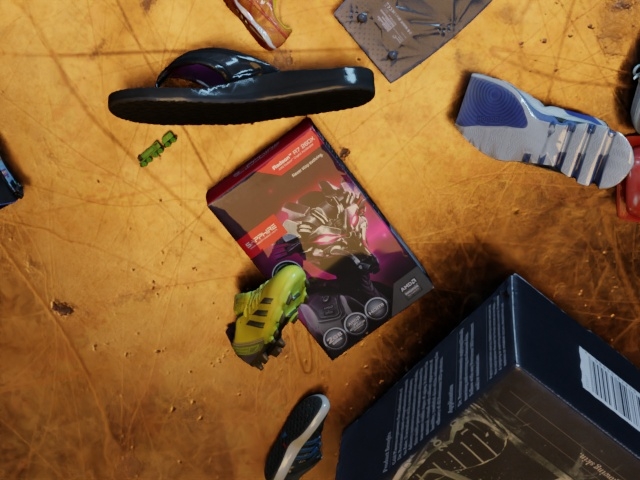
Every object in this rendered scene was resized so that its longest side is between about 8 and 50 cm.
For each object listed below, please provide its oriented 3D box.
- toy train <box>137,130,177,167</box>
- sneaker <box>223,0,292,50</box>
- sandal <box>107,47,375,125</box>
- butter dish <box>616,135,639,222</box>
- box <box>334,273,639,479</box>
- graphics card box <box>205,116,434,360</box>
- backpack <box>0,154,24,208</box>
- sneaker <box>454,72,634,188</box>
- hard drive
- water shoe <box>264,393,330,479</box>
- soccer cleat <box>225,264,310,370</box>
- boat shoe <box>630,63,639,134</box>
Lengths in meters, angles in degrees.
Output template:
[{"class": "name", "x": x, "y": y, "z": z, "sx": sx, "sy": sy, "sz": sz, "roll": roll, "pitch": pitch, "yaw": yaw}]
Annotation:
[{"class": "toy train", "x": -0.285, "y": -0.159, "z": 1.956, "sx": 0.083, "sy": 0.017, "sz": 0.024, "roll": -38, "pitch": 94, "yaw": 6}, {"class": "sneaker", "x": -0.116, "y": -0.401, "z": 1.889, "sx": 0.067, "sy": 0.064, "sz": 0.175, "roll": -44, "pitch": 109, "yaw": -13}, {"class": "sandal", "x": -0.133, "y": -0.263, "z": 1.886, "sx": 0.445, "sy": 0.167, "sz": 0.107, "roll": -6, "pitch": 80, "yaw": -10}, {"class": "butter dish", "x": 0.590, "y": -0.095, "z": 1.960, "sx": 0.160, "sy": 0.118, "sz": 0.160, "roll": 5, "pitch": 107, "yaw": 23}, {"class": "box", "x": 0.350, "y": 0.406, "z": 1.951, "sx": 0.480, "sy": 0.297, "sz": 0.472, "roll": 37, "pitch": 118, "yaw": -12}, {"class": "graphics card box", "x": 0.000, "y": 0.000, "z": 1.978, "sx": 0.233, "sy": 0.094, "sz": 0.371, "roll": -36, "pitch": 105, "yaw": 6}, {"class": "backpack", "x": -0.603, "y": -0.120, "z": 1.879, "sx": 0.117, "sy": 0.158, "sz": 0.173, "roll": -24, "pitch": 92, "yaw": 21}, {"class": "sneaker", "x": 0.396, "y": -0.175, "z": 1.944, "sx": 0.315, "sy": 0.182, "sz": 0.127, "roll": 26, "pitch": 102, "yaw": 20}, {"class": "hard drive", "x": 0.165, "y": -0.407, "z": 1.900, "sx": 0.254, "sy": 0.054, "sz": 0.172, "roll": -40, "pitch": 104, "yaw": 7}, {"class": "water shoe", "x": -0.029, "y": 0.374, "z": 2.098, "sx": 0.080, "sy": 0.073, "sz": 0.203, "roll": 24, "pitch": 107, "yaw": -32}, {"class": "soccer cleat", "x": -0.103, "y": 0.121, "z": 1.935, "sx": 0.121, "sy": 0.289, "sz": 0.093, "roll": 42, "pitch": 55, "yaw": 12}, {"class": "boat shoe", "x": 0.620, "y": -0.331, "z": 1.937, "sx": 0.118, "sy": 0.103, "sz": 0.320, "roll": 11, "pitch": 109, "yaw": -19}]
